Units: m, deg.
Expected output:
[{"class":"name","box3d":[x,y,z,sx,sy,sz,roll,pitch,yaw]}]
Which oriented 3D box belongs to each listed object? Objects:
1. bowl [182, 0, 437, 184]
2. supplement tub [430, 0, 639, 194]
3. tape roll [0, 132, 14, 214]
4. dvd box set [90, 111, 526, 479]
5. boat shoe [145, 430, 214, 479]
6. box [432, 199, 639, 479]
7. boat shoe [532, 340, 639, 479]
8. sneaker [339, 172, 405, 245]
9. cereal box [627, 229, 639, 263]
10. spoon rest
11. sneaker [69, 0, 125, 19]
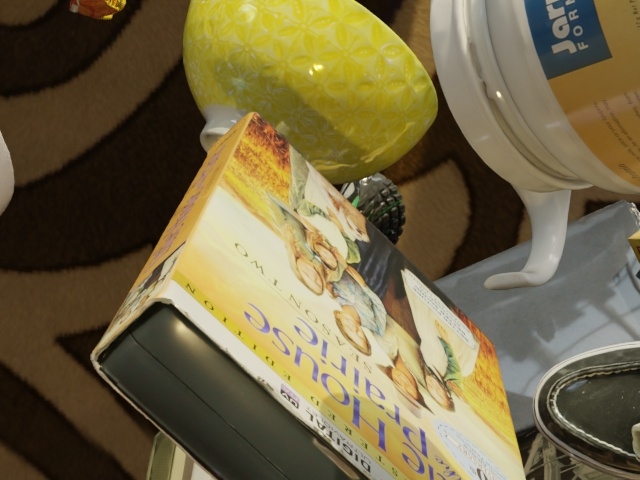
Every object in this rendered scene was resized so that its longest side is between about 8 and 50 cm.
[{"class":"bowl","box3d":[-0.040,-0.141,1.160,0.289,0.289,0.156,37,74,-20]},{"class":"supplement tub","box3d":[0.156,-0.098,0.428,0.144,0.199,0.144,13,71,-41]},{"class":"tape roll","box3d":[-0.346,-0.076,0.722,0.286,0.286,0.100,44,57,-21]},{"class":"dvd box set","box3d":[0.020,0.077,0.757,0.307,0.420,0.062,44,105,-11]},{"class":"boat shoe","box3d":[-0.122,0.183,1.304,0.103,0.113,0.302,18,81,-27]},{"class":"box","box3d":[0.341,0.256,1.688,0.479,0.297,0.472,-24,138,10]},{"class":"boat shoe","box3d":[0.276,0.128,0.784,0.105,0.306,0.113,23,79,-47]},{"class":"sneaker","box3d":[0.000,0.000,1.534,0.134,0.343,0.146,-27,74,-33]},{"class":"cereal box","box3d":[0.542,-0.047,1.434,0.240,0.173,0.047,-33,102,-20]},{"class":"spoon rest","box3d":[0.216,-0.081,1.152,0.084,0.137,0.276,16,73,-43]},{"class":"sneaker","box3d":[-0.268,-0.306,1.339,0.067,0.175,0.064,12,93,-12]}]
